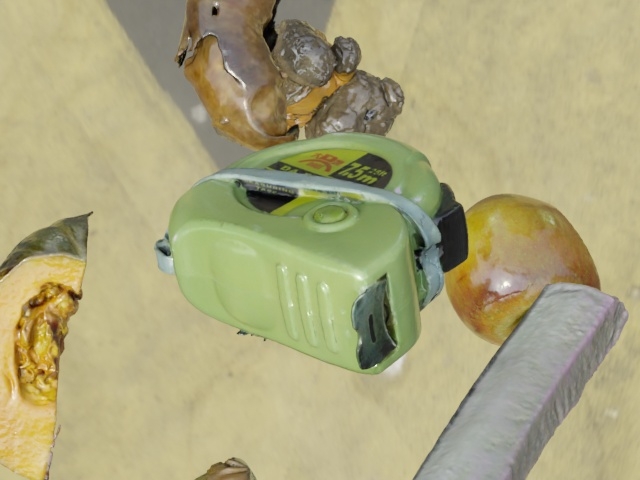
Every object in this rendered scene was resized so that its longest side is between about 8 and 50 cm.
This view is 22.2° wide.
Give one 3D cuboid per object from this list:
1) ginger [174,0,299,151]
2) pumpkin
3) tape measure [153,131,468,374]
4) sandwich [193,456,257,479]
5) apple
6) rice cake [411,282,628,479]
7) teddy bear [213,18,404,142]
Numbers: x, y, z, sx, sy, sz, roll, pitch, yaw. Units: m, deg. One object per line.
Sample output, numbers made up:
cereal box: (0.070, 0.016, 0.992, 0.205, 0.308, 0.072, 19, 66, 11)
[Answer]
ginger: (-0.063, -0.236, 1.549, 0.133, 0.107, 0.309, 13, 75, -21)
pumpkin: (-0.317, 0.094, 1.740, 0.111, 0.163, 0.279, 10, 104, -9)
tape measure: (0.000, 0.000, 0.907, 0.177, 0.088, 0.154, 18, 39, 37)
sandwich: (-0.083, 0.306, 1.379, 0.220, 0.108, 0.186, -42, 49, -22)
apple: (0.211, 0.027, 1.720, 0.163, 0.146, 0.147, -1, 47, -11)
rice cake: (0.087, 0.078, 0.726, 0.047, 0.036, 0.207, 17, 37, 20)
teddy bear: (-0.005, -0.162, 1.803, 0.177, 0.190, 0.140, -42, 27, 30)
